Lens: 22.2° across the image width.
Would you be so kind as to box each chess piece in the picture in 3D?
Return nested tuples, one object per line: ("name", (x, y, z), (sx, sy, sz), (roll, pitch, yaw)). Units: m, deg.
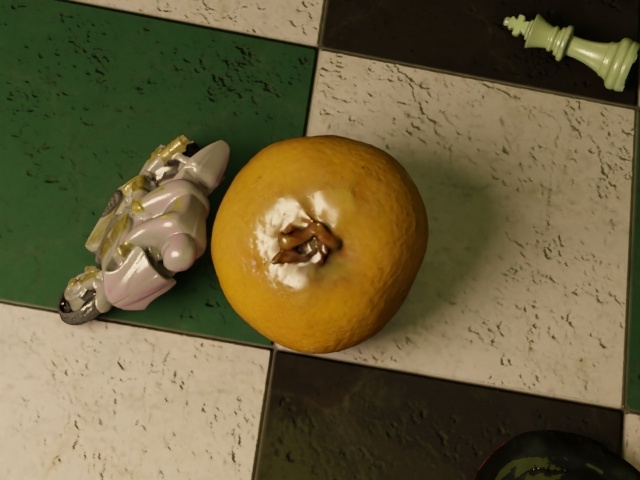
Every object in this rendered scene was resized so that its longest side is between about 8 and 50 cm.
("chess piece", (0.268, -0.211, 1.772), (0.149, 0.059, 0.059), (21, 63, 9))

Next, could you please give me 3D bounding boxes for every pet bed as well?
("pet bed", (0.223, 0.271, 1.527), (0.201, 0.053, 0.201), (4, 63, -9))

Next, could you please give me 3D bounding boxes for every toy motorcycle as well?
("toy motorcycle", (-0.158, -0.009, 1.553), (0.073, 0.152, 0.225), (47, 64, -33))

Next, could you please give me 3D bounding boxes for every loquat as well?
("loquat", (0.000, 0.000, 1.535), (0.208, 0.208, 0.208), (4, 64, -8))
